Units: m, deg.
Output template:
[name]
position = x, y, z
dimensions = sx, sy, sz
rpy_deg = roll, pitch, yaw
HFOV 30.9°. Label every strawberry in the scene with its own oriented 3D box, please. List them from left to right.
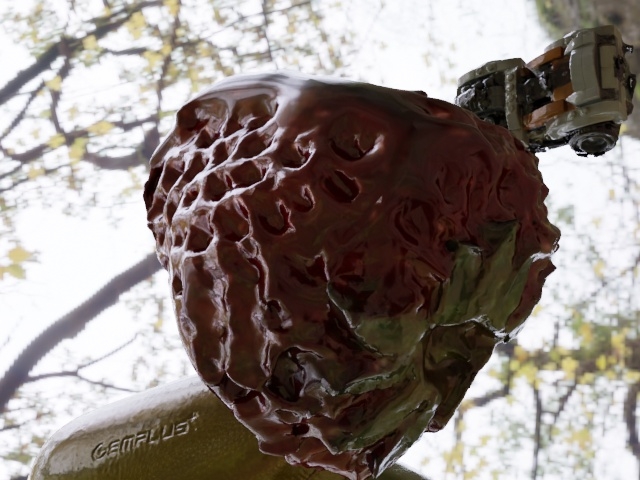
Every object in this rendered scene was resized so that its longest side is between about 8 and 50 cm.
[strawberry]
position = 0.000, 0.000, 0.973
dimensions = 0.295, 0.345, 0.317
rpy_deg = 0, -59, -42

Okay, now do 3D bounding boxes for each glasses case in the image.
[glasses case]
position = -0.144, 0.234, 1.208
dimensions = 0.141, 0.371, 0.173
rpy_deg = 48, -150, -44

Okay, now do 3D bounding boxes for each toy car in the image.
[toy car]
position = 0.316, -0.200, 1.714
dimensions = 0.118, 0.301, 0.193
rpy_deg = 36, -129, -47

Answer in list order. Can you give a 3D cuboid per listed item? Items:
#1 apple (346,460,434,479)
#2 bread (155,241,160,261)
[apple]
position = 0.015, 0.409, 1.337
dimensions = 0.357, 0.357, 0.357
rpy_deg = 3, -94, -44
[bread]
position = -0.132, 0.001, 1.199
dimensions = 0.046, 0.083, 0.081
rpy_deg = 49, -131, -34
